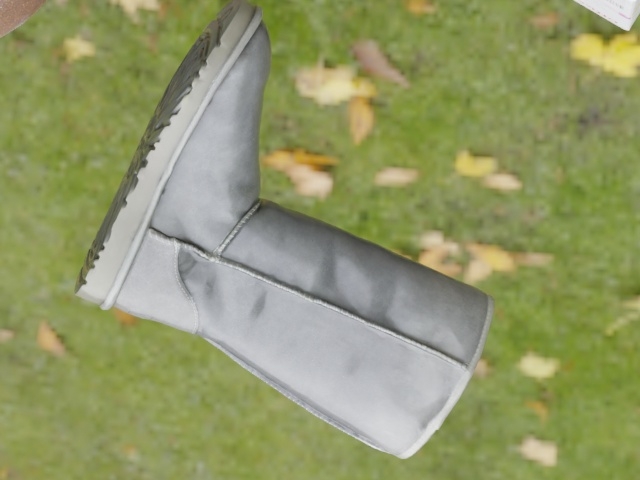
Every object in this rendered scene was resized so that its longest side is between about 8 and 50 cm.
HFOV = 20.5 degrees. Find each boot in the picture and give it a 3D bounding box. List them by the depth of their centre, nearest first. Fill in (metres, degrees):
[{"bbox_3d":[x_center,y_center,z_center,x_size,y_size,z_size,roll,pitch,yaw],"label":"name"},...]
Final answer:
[{"bbox_3d":[0.000,-0.002,0.913,0.208,0.190,0.076,25,-164,-11],"label":"boot"}]

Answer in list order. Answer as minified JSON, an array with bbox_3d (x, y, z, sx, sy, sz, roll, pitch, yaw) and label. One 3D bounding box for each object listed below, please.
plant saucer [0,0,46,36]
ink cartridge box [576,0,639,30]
[{"bbox_3d":[-0.212,-0.182,0.934,0.168,0.169,0.029,9,168,-8],"label":"plant saucer"},{"bbox_3d":[0.206,-0.217,1.262,0.092,0.090,0.143,33,-178,7],"label":"ink cartridge box"}]
